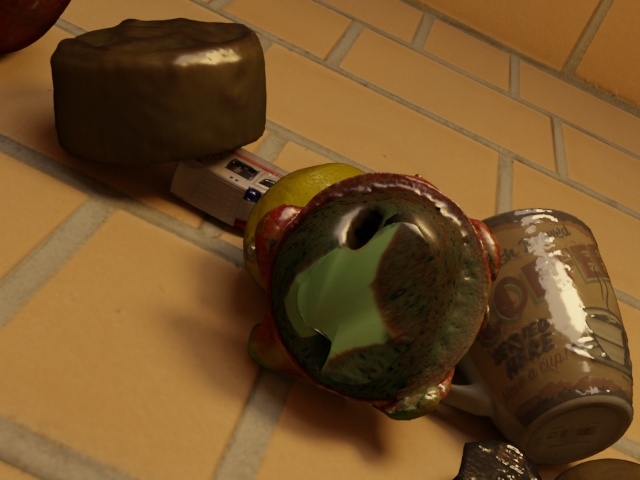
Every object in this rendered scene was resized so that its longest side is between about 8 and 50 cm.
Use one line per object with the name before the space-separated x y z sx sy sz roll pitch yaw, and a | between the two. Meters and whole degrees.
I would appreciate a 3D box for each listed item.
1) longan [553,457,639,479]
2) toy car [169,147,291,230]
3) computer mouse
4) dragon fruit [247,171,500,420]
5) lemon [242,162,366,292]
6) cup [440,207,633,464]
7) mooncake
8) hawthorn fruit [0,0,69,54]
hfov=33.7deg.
longan | 0.287 0.295 1.018 0.187 0.167 0.167 17 26 -24
toy car | -0.098 -0.062 1.433 0.210 0.089 0.108 28 25 8
computer mouse | 0.169 0.270 1.079 0.099 0.057 0.172 32 36 8
dragon fruit | 0.053 0.056 1.136 0.268 0.295 0.130 55 -1 -1
lemon | 0.000 0.000 1.295 0.184 0.184 0.248 36 34 21
cup | 0.223 0.129 1.258 0.301 0.227 0.257 -9 46 -3
mooncake | -0.214 -0.209 1.411 0.284 0.155 0.284 -1 21 1
hawthorn fruit | -0.485 -0.423 1.530 0.308 0.308 0.324 26 35 -1
